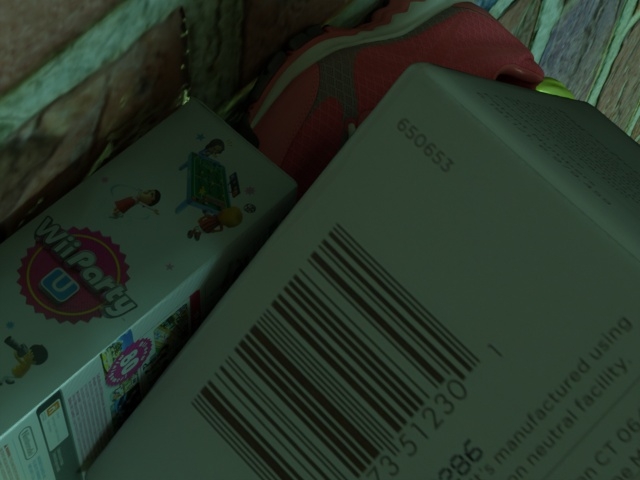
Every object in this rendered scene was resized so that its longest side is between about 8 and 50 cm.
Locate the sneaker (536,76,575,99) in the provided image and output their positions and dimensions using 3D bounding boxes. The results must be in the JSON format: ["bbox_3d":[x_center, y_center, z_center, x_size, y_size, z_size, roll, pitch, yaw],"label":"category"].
[{"bbox_3d":[0.142,-0.051,1.406,0.124,0.109,0.295,6,123,-45],"label":"sneaker"}]

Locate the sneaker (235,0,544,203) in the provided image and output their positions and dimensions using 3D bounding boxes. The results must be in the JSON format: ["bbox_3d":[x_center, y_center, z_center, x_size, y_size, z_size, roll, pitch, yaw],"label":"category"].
[{"bbox_3d":[0.055,-0.093,0.979,0.314,0.136,0.116,-39,157,-39],"label":"sneaker"}]

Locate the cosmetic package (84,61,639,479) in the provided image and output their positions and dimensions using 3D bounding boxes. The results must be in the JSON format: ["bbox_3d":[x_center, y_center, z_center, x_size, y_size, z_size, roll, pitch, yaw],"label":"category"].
[{"bbox_3d":[0.140,0.120,0.880,0.329,0.327,0.394,-52,163,17],"label":"cosmetic package"}]

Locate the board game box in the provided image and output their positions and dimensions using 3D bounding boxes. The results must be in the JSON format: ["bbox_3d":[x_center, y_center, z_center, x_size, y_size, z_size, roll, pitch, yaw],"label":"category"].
[{"bbox_3d":[-0.152,0.088,0.826,0.303,0.097,0.224,-41,159,-25],"label":"board game box"}]
